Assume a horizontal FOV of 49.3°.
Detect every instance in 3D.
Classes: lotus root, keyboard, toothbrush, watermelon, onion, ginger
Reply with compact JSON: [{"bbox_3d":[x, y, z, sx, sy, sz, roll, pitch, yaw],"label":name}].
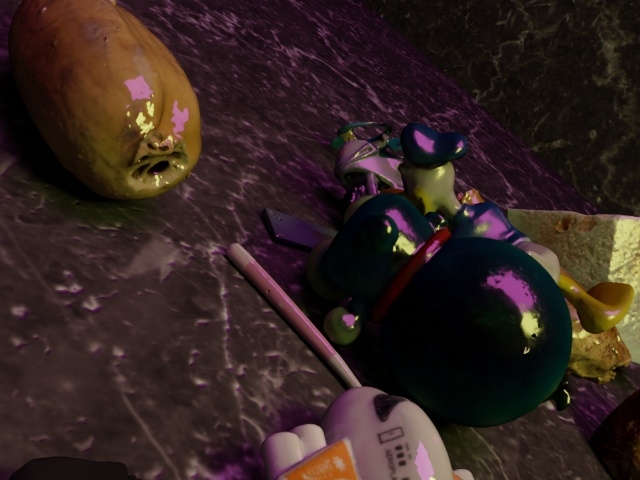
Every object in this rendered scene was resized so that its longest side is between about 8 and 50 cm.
[{"bbox_3d":[-0.239,-0.174,0.735,0.169,0.151,0.343,32,16,-53],"label":"lotus root"},{"bbox_3d":[0.001,-0.001,0.921,0.176,0.014,0.055,17,32,-39],"label":"keyboard"},{"bbox_3d":[-0.002,0.105,0.725,0.286,0.020,0.025,46,22,16],"label":"toothbrush"},{"bbox_3d":[0.529,0.048,1.278,0.228,0.258,0.387,-6,52,-55],"label":"watermelon"},{"bbox_3d":[0.518,0.286,0.920,0.216,0.207,0.206,11,32,-36],"label":"onion"},{"bbox_3d":[0.349,0.063,1.114,0.236,0.166,0.375,11,45,-23],"label":"ginger"}]

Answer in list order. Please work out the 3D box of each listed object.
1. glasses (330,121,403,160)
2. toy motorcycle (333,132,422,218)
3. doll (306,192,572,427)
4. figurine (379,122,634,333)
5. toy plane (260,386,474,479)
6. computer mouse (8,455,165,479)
[{"bbox_3d":[0.147,-0.128,1.242,0.239,0.102,0.207,11,35,-47],"label":"glasses"},{"bbox_3d":[0.112,-0.086,1.083,0.270,0.106,0.159,-14,75,-47],"label":"toy motorcycle"},{"bbox_3d":[0.131,0.074,0.749,0.322,0.198,0.186,34,-13,9],"label":"doll"},{"bbox_3d":[0.207,-0.022,0.931,0.338,0.204,0.283,55,-7,-17],"label":"figurine"},{"bbox_3d":[0.065,0.207,0.522,0.244,0.117,0.245,29,26,-16],"label":"toy plane"},{"bbox_3d":[-0.102,0.207,0.335,0.147,0.088,0.264,30,22,-24],"label":"computer mouse"}]
